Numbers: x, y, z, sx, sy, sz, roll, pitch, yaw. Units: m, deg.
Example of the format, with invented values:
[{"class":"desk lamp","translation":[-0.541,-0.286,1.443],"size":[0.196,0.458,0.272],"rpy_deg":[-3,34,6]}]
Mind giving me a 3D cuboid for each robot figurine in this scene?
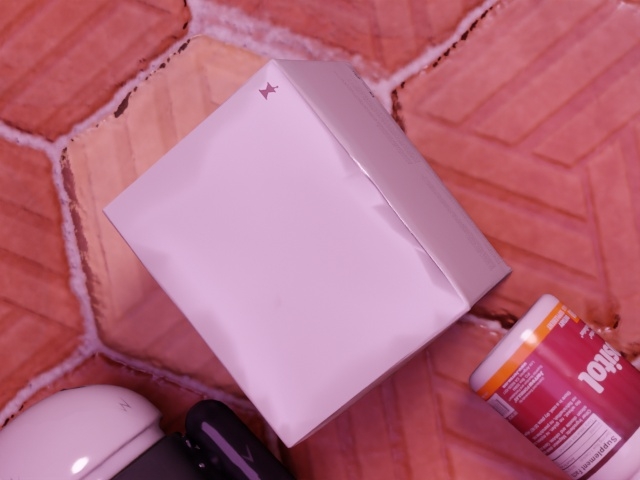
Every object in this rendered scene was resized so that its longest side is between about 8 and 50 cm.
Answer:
[{"class":"robot figurine","translation":[-0.128,0.233,1.122],"size":[0.278,0.209,0.173],"rpy_deg":[50,147,4]}]

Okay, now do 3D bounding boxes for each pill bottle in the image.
[{"class":"pill bottle","translation":[0.182,0.115,1.072],"size":[0.152,0.086,0.086],"rpy_deg":[42,104,6]}]

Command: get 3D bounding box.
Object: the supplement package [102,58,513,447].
[{"class":"supplement package","translation":[0.000,0.000,1.044],"size":[0.149,0.203,0.194],"rpy_deg":[-39,85,15]}]
